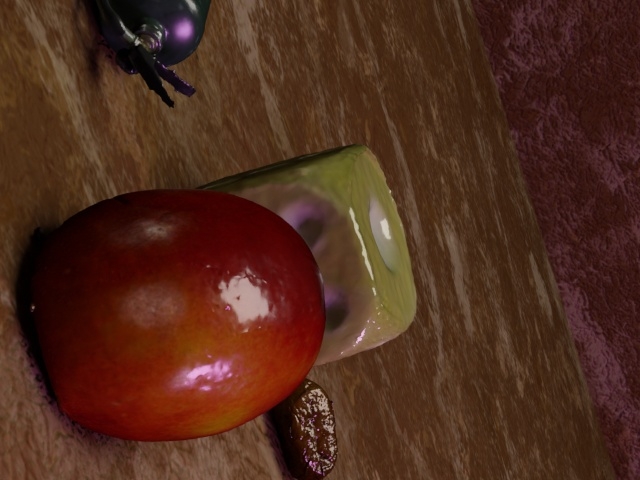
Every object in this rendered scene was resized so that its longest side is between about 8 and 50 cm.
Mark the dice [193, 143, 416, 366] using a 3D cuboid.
[{"bbox_3d":[-0.022,0.018,1.627,0.166,0.169,0.169,-33,107,-75],"label":"dice"}]

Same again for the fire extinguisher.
[{"bbox_3d":[-0.137,-0.215,1.594,0.118,0.093,0.294,39,31,-22],"label":"fire extinguisher"}]

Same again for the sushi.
[{"bbox_3d":[-0.016,0.170,1.737,0.060,0.061,0.118,4,-87,63],"label":"sushi"}]

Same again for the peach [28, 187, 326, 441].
[{"bbox_3d":[-0.115,0.054,1.351,0.196,0.226,0.190,45,-48,44],"label":"peach"}]
